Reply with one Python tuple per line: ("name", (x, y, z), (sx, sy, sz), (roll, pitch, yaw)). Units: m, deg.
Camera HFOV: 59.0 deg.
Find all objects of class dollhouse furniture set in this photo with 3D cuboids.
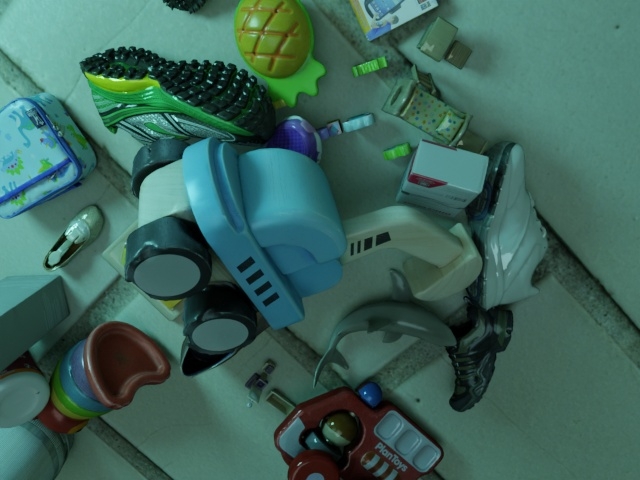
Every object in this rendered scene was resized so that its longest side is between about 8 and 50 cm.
("dollhouse furniture set", (-0.094, 0.321, 1.148), (0.114, 0.081, 0.091), (37, 111, -8))
("dollhouse furniture set", (0.219, -0.226, 0.874), (0.182, 0.101, 0.161), (26, 103, -13))

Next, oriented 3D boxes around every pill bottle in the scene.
("pill bottle", (-0.634, 0.257, 1.122), (0.221, 0.121, 0.121), (33, 119, 38))

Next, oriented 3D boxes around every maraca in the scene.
("maraca", (-0.065, -0.303, 0.885), (0.127, 0.099, 0.186), (-22, 100, 23))

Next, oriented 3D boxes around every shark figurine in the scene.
("shark figurine", (0.087, 0.167, 1.043), (0.278, 0.116, 0.166), (-22, 97, 23))

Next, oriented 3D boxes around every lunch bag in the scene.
("lunch bag", (-0.531, -0.149, 1.020), (0.219, 0.090, 0.176), (-23, 109, 17))

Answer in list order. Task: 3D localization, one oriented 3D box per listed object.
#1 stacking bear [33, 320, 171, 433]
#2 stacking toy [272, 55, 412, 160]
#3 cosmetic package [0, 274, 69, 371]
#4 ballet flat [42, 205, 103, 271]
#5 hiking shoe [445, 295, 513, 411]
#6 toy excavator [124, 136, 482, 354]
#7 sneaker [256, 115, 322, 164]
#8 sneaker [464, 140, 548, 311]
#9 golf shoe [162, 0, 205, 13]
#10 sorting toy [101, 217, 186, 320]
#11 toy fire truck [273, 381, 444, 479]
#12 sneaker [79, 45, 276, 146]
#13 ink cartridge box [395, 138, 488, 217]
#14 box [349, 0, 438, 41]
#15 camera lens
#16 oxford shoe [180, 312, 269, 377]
("stacking bear", (-0.477, 0.300, 1.157), (0.289, 0.175, 0.164), (-37, 85, 28))
("stacking toy", (0.028, -0.189, 0.948), (0.221, 0.052, 0.167), (-17, 108, 13))
("cosmetic package", (-0.598, 0.151, 1.064), (0.127, 0.238, 0.107), (-1, 111, 9))
("ballet flat", (-0.478, 0.003, 1.090), (0.057, 0.052, 0.168), (41, 111, -9))
("hiking shoe", (0.275, 0.214, 1.069), (0.114, 0.086, 0.227), (23, 108, 13))
("toy excavator", (0.000, 0.000, 0.848), (0.445, 0.222, 0.433), (-20, 136, 8))
("sneaker", (-0.092, -0.108, 0.926), (0.095, 0.104, 0.236), (52, 132, -1))
("sneaker", (0.318, -0.024, 0.962), (0.129, 0.111, 0.297), (-6, 115, -8))
("golf shoe", (-0.188, -0.480, 0.842), (0.105, 0.120, 0.273), (14, 135, -5))
("sorting toy", (-0.295, 0.040, 1.088), (0.208, 0.038, 0.193), (-39, 102, 20))
("toy fire truck", (0.070, 0.421, 1.142), (0.302, 0.169, 0.254), (44, 86, -11))
("sneaker", (-0.223, -0.213, 0.924), (0.343, 0.134, 0.146), (19, 136, 21))
("ink cartridge box", (0.190, -0.095, 0.909), (0.109, 0.150, 0.063), (15, 78, 2))
("box", (0.118, -0.376, 0.875), (0.136, 0.028, 0.081), (-23, 106, 17))
("camera lens", (-0.681, 0.483, 1.186), (0.219, 0.274, 0.219), (3, 112, 7))
("oxford shoe", (-0.130, 0.130, 1.050), (0.130, 0.133, 0.364), (39, 111, -8))
